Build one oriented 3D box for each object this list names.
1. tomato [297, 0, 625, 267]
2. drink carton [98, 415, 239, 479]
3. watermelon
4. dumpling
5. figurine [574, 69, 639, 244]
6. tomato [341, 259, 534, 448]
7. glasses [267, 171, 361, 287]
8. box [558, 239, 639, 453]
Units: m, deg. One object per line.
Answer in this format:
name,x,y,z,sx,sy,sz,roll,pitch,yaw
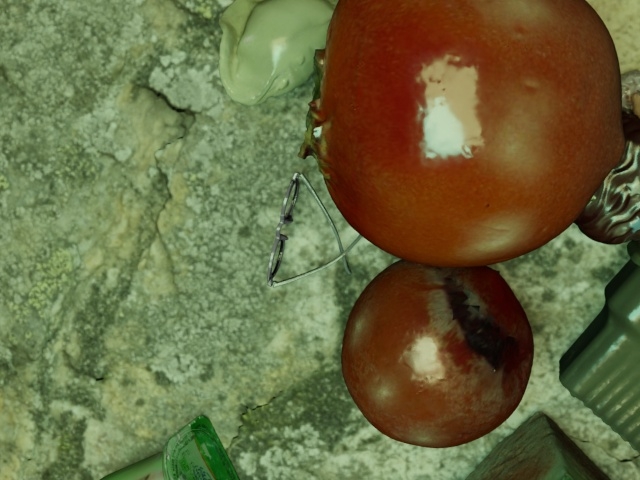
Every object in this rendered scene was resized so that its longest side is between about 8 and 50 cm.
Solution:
tomato,0.143,-0.131,0.945,0.321,0.321,0.322,1,96,10
drink carton,-0.190,0.315,1.143,0.142,0.144,0.146,-25,91,18
watermelon,0.242,0.331,1.047,0.193,0.232,0.310,-44,132,9
dumpling,-0.056,-0.239,1.080,0.134,0.100,0.169,44,100,16
figurine,0.363,-0.095,1.006,0.240,0.116,0.175,-45,87,11
tomato,0.129,0.114,1.022,0.208,0.208,0.184,37,132,5
glasses,0.000,0.000,1.111,0.103,0.062,0.140,17,100,7
box,0.392,0.147,1.020,0.274,0.138,0.178,42,106,4
